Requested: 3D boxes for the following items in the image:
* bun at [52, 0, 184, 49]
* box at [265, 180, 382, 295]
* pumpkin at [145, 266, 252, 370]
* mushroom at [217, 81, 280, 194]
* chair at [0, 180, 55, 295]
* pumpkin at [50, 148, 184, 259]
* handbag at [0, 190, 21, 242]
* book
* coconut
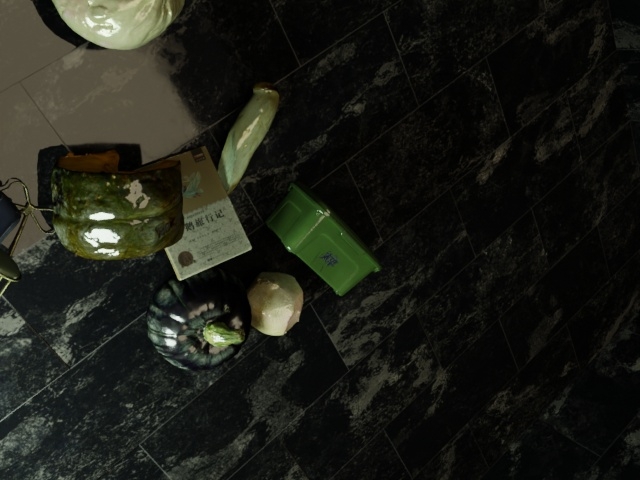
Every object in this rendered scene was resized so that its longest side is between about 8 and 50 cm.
[{"bbox_3d":[-0.427,-0.600,1.346,0.361,0.213,0.360,-28,128,-42],"label":"bun"},{"bbox_3d":[0.000,0.000,1.829,0.178,0.253,0.328,-43,123,1],"label":"box"},{"bbox_3d":[-0.316,0.224,1.664,0.296,0.296,0.295,-10,109,-30],"label":"pumpkin"},{"bbox_3d":[-0.208,-0.280,1.690,0.333,0.087,0.107,-61,152,0],"label":"mushroom"},{"bbox_3d":[-0.748,0.037,1.406,0.325,0.170,0.160,-48,122,-5],"label":"chair"},{"bbox_3d":[-0.483,-0.091,1.456,0.256,0.304,0.225,-39,130,-58],"label":"pumpkin"},{"bbox_3d":[-0.820,-0.004,1.299,0.325,0.269,0.118,-53,144,-12],"label":"handbag"},{"bbox_3d":[-0.340,-0.076,1.634,0.217,0.021,0.310,-25,91,-24],"label":"book"},{"bbox_3d":[-0.137,0.180,1.816,0.195,0.194,0.194,-10,109,-30],"label":"coconut"}]
